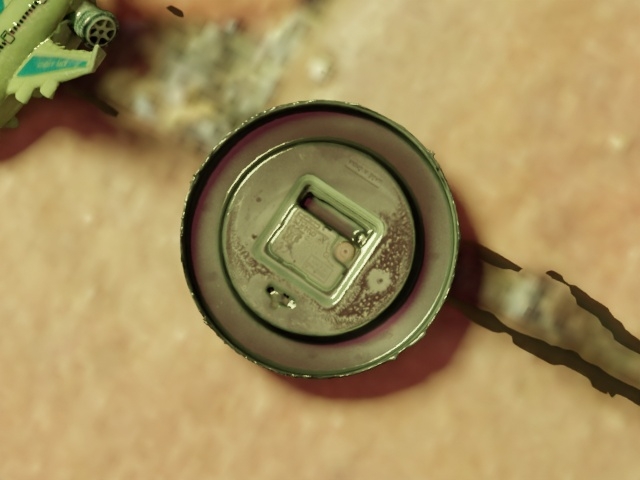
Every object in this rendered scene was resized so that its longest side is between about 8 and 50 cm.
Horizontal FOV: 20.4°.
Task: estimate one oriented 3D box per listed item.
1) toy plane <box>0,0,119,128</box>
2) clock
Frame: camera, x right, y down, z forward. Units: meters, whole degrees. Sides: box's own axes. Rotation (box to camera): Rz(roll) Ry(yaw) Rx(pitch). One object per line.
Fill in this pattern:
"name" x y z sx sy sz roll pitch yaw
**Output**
"toy plane" -0.086 -0.062 0.533 0.080 0.033 0.083 47 111 39
"clock" 0.000 0.000 0.533 0.085 0.017 0.085 0 86 4
